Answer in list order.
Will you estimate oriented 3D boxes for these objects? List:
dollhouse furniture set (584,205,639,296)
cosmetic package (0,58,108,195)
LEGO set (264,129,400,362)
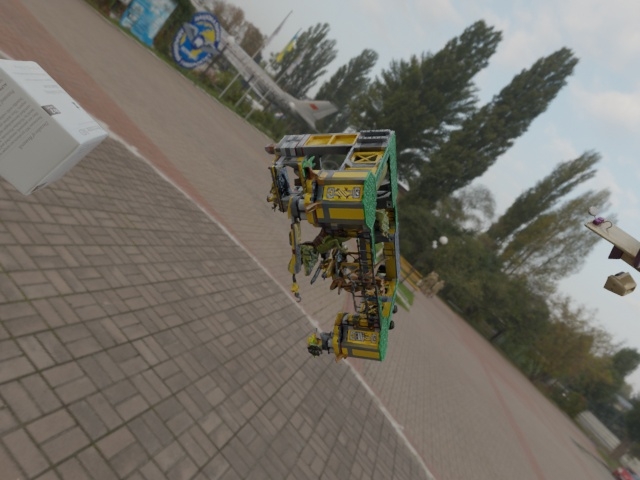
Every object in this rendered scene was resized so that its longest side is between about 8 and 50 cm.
[{"bbox_3d":[0.359,-0.009,0.468,0.081,0.114,0.091,-121,-164,-47],"label":"dollhouse furniture set"},{"bbox_3d":[-0.541,-0.211,0.777,0.183,0.151,0.151,48,8,-22],"label":"cosmetic package"},{"bbox_3d":[0.000,0.000,0.584,0.255,0.192,0.331,-69,154,-43],"label":"LEGO set"}]
